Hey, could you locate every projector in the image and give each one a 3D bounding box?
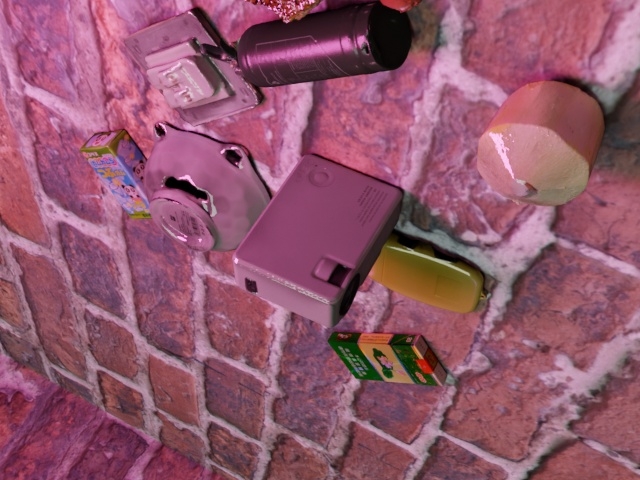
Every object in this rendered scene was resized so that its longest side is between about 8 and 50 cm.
[{"bbox_3d":[0.000,0.000,1.410,0.192,0.256,0.099,22,146,16],"label":"projector"}]

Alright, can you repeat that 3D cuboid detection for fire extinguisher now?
[{"bbox_3d":[-0.030,-0.273,1.226,0.311,0.095,0.114,1,169,41],"label":"fire extinguisher"}]

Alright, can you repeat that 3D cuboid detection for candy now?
[{"bbox_3d":[-0.388,-0.131,1.754,0.097,0.062,0.194,1,134,41],"label":"candy"}]

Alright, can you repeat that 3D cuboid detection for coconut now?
[{"bbox_3d":[0.282,-0.116,1.116,0.147,0.152,0.147,23,148,15],"label":"coconut"}]

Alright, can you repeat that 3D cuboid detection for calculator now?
[{"bbox_3d":[0.182,0.060,1.538,0.237,0.033,0.157,21,144,16],"label":"calculator"}]

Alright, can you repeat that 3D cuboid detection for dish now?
[{"bbox_3d":[-0.234,-0.071,1.646,0.303,0.120,0.303,23,147,16],"label":"dish"}]

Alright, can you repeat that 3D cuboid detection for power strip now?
[{"bbox_3d":[-0.226,-0.269,1.434,0.213,0.064,0.198,-9,130,45],"label":"power strip"}]

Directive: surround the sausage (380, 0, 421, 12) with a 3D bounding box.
[{"bbox_3d":[0.088,-0.345,1.058,0.076,0.076,0.141,6,137,35],"label":"sausage"}]

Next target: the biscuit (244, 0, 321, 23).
[{"bbox_3d":[-0.044,-0.361,1.146,0.237,0.026,0.131,-22,90,51],"label":"biscuit"}]

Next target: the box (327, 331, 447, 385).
[{"bbox_3d":[0.137,0.246,1.813,0.235,0.034,0.132,-3,132,42],"label":"box"}]
